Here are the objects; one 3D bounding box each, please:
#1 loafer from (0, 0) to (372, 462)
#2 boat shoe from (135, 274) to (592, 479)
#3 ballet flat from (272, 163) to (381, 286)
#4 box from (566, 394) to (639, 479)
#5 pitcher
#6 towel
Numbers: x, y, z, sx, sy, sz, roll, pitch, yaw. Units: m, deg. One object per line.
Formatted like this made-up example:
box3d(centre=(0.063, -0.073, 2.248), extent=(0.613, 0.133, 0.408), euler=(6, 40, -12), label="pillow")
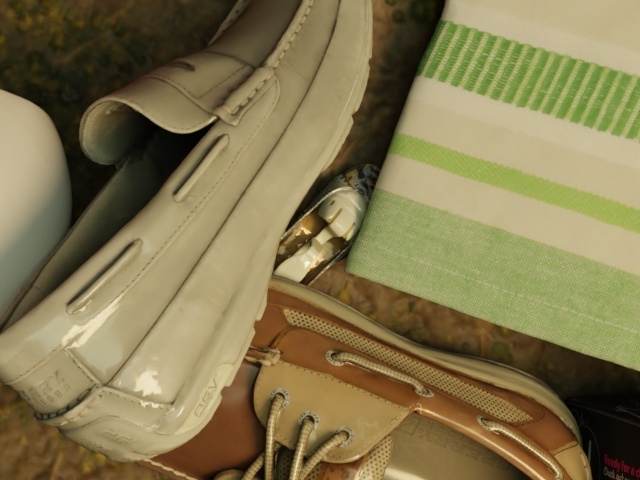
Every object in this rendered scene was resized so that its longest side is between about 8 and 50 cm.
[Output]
box3d(centre=(-0.062, -0.046, 0.674), extent=(0.111, 0.112, 0.319), euler=(39, 53, -25), label="loafer")
box3d(centre=(0.003, 0.102, 0.723), extent=(0.324, 0.116, 0.123), euler=(12, 112, -11), label="boat shoe")
box3d(centre=(0.000, 0.000, 0.773), extent=(0.114, 0.041, 0.041), euler=(-43, 100, -8), label="ballet flat")
box3d(centre=(0.284, 0.161, 0.774), extent=(0.247, 0.163, 0.142), euler=(-1, 91, -12), label="box")
box3d(centre=(-0.221, 0.026, 0.691), extent=(0.178, 0.125, 0.207), euler=(4, 76, 29), label="pitcher")
box3d(centre=(0.183, -0.094, 0.743), extent=(0.248, 0.038, 0.324), euler=(19, 87, 15), label="towel")
